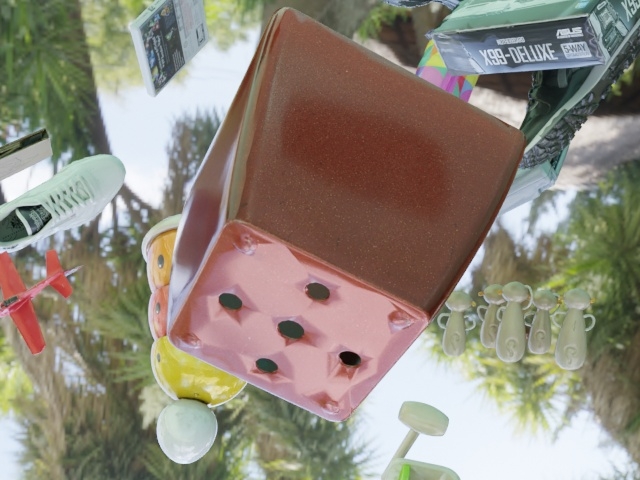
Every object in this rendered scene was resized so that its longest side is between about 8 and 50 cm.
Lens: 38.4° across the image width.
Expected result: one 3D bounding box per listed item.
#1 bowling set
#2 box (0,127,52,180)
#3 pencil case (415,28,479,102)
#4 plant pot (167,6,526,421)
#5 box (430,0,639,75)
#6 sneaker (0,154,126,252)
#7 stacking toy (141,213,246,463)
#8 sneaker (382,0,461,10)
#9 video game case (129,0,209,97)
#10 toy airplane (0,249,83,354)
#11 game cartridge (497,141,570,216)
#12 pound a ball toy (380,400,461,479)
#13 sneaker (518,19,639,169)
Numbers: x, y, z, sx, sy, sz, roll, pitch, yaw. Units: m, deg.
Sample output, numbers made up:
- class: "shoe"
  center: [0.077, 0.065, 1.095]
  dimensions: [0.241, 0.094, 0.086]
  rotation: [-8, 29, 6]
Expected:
- class: "bowling set"
  center: [0.375, 0.140, 1.785]
  dimensions: [0.287, 0.154, 0.200]
  rotation: [5, -169, 9]
- class: "box"
  center: [-0.521, -0.127, 1.511]
  dimensions: [0.164, 0.021, 0.201]
  rotation: [-27, -177, -16]
- class: "pencil case"
  center: [0.171, -0.201, 1.379]
  dimensions: [0.104, 0.236, 0.104]
  rotation: [19, 162, 7]
- class: "plant pot"
  center: [0.000, 0.000, 0.845]
  dimensions: [0.267, 0.267, 0.235]
  rotation: [27, -137, -6]
- class: "box"
  center: [0.329, -0.343, 1.225]
  dimensions: [0.242, 0.076, 0.307]
  rotation: [7, -132, 48]
- class: "sneaker"
  center: [-0.380, -0.050, 1.328]
  dimensions: [0.235, 0.090, 0.095]
  rotation: [-35, -169, -19]
- class: "stacking toy"
  center: [-0.233, 0.213, 1.867]
  dimensions: [0.351, 0.350, 0.480]
  rotation: [10, -121, -2]
- class: "sneaker"
  center: [0.226, -0.428, 1.472]
  dimensions: [0.286, 0.109, 0.130]
  rotation: [1, 164, -11]
- class: "video game case"
  center: [-0.273, -0.380, 1.686]
  dimensions: [0.022, 0.190, 0.173]
  rotation: [30, -115, 16]
- class: "toy airplane"
  center: [-0.376, 0.070, 1.196]
  dimensions: [0.151, 0.151, 0.028]
  rotation: [18, 176, 17]
- class: "game cartridge"
  center: [0.316, -0.111, 1.555]
  dimensions: [0.060, 0.196, 0.294]
  rotation: [53, -151, -6]
- class: "pound a ball toy"
  center: [0.152, 0.431, 1.418]
  dimensions: [0.136, 0.319, 0.208]
  rotation: [13, -143, 3]
- class: "sneaker"
  center: [0.342, -0.233, 1.319]
  dimensions: [0.124, 0.283, 0.107]
  rotation: [40, 179, 23]
